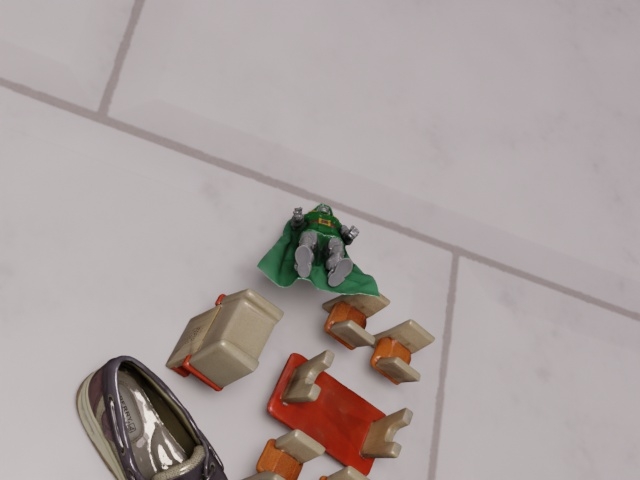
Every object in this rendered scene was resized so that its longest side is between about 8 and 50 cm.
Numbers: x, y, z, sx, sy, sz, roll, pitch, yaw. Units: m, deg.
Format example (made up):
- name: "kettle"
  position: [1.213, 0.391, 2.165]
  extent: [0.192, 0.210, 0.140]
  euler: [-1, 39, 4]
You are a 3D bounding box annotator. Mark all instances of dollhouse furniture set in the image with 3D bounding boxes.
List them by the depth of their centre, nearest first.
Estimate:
- name: "dollhouse furniture set"
  position: [-0.029, 0.168, 1.174]
  extent: [0.259, 0.135, 0.262]
  euler: [38, 55, -17]

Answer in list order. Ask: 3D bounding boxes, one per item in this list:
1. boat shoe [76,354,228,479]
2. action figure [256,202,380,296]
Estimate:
- name: "boat shoe"
  position: [-0.151, 0.244, 1.076]
  extent: [0.103, 0.092, 0.285]
  euler: [-28, 80, -33]
- name: "action figure"
  position: [0.000, 0.000, 1.224]
  extent: [0.137, 0.063, 0.232]
  euler: [18, 15, -6]
